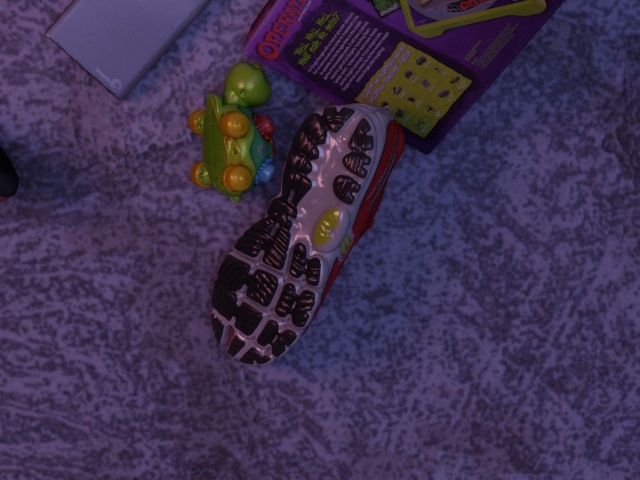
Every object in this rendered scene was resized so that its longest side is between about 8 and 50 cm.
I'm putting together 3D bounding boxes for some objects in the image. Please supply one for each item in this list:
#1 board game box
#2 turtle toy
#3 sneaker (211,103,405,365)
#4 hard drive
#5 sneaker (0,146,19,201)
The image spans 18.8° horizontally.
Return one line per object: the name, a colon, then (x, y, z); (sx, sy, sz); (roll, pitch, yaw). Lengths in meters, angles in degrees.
board game box: (0.096, -0.232, 1.698); (0.208, 0.347, 0.056); (26, 48, -15)
turtle toy: (-0.075, -0.100, 1.787); (0.066, 0.095, 0.130); (-5, 98, -28)
sneaker: (0.000, 0.000, 1.801); (0.107, 0.118, 0.279); (39, 110, 22)
hard drive: (-0.175, -0.209, 1.785); (0.094, 0.022, 0.135); (42, 90, -12)
sneaker: (-0.427, -0.074, 1.734); (0.313, 0.116, 0.136); (19, 104, -4)
